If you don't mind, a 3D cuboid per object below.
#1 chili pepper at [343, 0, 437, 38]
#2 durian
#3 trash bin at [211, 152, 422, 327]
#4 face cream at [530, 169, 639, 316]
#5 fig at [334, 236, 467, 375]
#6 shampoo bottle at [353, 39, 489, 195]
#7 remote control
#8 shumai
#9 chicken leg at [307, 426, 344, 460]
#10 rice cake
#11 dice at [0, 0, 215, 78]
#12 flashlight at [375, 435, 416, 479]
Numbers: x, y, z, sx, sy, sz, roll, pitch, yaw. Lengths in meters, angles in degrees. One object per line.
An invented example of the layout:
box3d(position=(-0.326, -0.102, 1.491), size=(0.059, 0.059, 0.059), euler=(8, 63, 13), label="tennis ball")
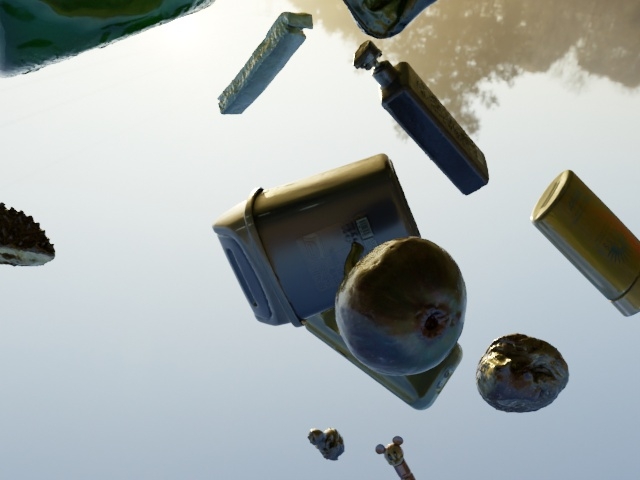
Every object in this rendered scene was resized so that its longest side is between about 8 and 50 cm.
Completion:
box3d(position=(0.051, -0.416, 0.911), size=(0.264, 0.148, 0.116), euler=(38, -170, -32), label="chili pepper")
box3d(position=(-0.342, -0.006, 0.685), size=(0.130, 0.066, 0.052), euler=(7, -119, 12), label="durian")
box3d(position=(0.000, 0.000, 0.975), size=(0.290, 0.209, 0.182), euler=(-20, -162, 9), label="trash bin")
box3d(position=(0.508, 0.013, 1.151), size=(0.285, 0.067, 0.139), euler=(43, -114, -9), label="face cream")
box3d(position=(0.065, 0.051, 0.729), size=(0.149, 0.149, 0.245), euler=(-2, -164, -21), label="fig")
box3d(position=(0.168, -0.207, 1.052), size=(0.309, 0.071, 0.098), euler=(43, -147, -27), label="shampoo bottle")
box3d(position=(0.092, 0.162, 1.105), size=(0.065, 0.128, 0.335), euler=(38, 173, -38), label="remote control")
box3d(position=(0.282, 0.209, 0.934), size=(0.123, 0.139, 0.105), euler=(46, -119, 6), label="shumai")
box3d(position=(0.013, 0.569, 1.816), size=(0.069, 0.085, 0.198), euler=(33, 171, 37), label="chicken leg")
box3d(position=(-0.124, -0.373, 1.364), size=(0.066, 0.336, 0.063), euler=(-10, -105, -39), label="rice cake")
box3d(position=(-0.299, -0.370, 0.738), size=(0.287, 0.300, 0.297), euler=(-27, -159, -25), label="dice")
box3d(position=(0.137, 0.384, 1.072), size=(0.052, 0.110, 0.031), euler=(-28, -176, 8), label="flashlight")
